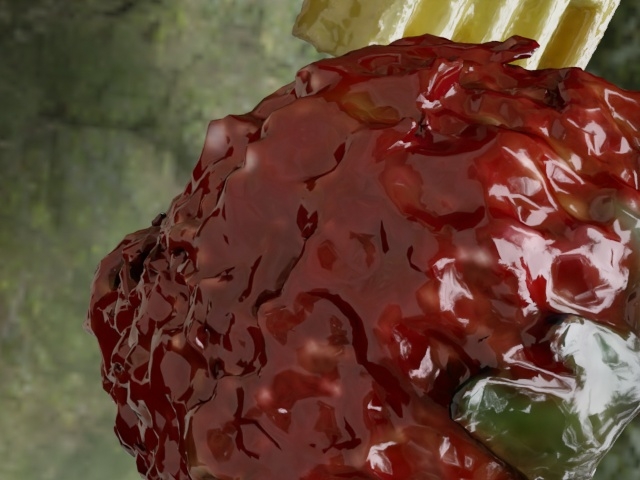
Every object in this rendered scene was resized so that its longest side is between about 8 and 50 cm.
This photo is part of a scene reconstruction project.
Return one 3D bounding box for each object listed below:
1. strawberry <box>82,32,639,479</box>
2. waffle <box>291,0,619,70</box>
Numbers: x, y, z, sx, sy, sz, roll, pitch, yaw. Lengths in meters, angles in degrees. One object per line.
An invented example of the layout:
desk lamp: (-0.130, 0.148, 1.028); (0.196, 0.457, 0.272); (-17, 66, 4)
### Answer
strawberry: (0.000, 0.000, 0.528); (0.190, 0.236, 0.111); (-43, 115, -31)
waffle: (0.101, -0.160, 0.968); (0.274, 0.057, 0.168); (1, 122, -60)
